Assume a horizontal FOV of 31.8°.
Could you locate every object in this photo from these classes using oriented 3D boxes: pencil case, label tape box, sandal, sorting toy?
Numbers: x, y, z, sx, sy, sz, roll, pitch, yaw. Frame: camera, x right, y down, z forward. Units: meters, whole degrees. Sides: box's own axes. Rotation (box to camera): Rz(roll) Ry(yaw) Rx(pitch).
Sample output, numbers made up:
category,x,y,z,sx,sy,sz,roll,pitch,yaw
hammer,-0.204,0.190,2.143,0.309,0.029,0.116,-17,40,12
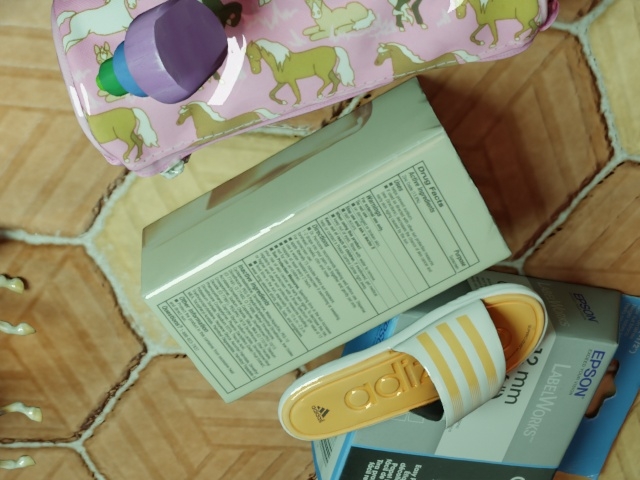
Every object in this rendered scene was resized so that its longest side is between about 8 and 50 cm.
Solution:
category,x,y,z,sx,sy,sz,roll,pitch,yaw
pencil case,-0.010,-0.180,0.887,0.386,0.160,0.167,-19,136,1
label tape box,0.191,0.167,1.163,0.347,0.115,0.249,10,119,-14
sandal,0.091,0.134,1.016,0.265,0.076,0.102,-26,121,4
sorting toy,-0.187,-0.254,0.751,0.126,0.127,0.366,-12,107,43

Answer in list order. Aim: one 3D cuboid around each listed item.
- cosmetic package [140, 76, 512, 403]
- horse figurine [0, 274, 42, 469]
category,x,y,z,sx,sy,sz,roll,pitch,yaw
cosmetic package,0.000,0.000,1.017,0.296,0.129,0.153,-27,121,8
horse figurine,-0.342,0.124,1.010,0.174,0.066,0.263,-5,96,-32
